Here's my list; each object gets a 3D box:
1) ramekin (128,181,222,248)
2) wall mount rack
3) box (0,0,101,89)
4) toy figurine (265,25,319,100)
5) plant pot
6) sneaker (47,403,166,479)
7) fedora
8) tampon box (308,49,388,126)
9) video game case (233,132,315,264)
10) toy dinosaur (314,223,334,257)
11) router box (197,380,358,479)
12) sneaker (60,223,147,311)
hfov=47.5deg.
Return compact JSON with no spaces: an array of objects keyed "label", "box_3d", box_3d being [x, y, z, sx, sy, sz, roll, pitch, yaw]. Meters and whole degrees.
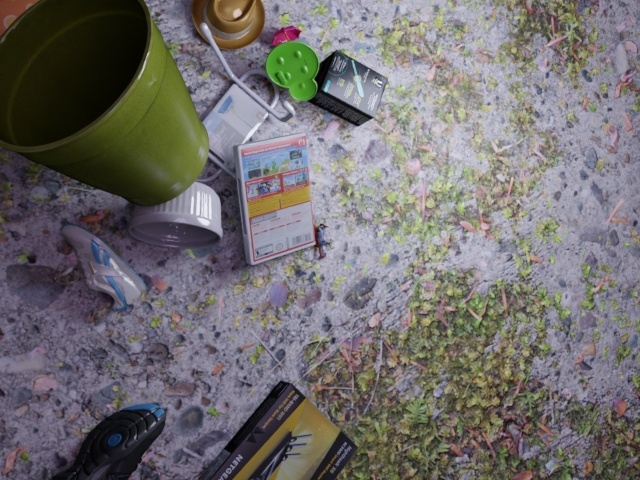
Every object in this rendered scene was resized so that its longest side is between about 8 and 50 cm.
[{"label":"ramekin","box_3d":[-0.319,-0.060,1.630,0.207,0.207,0.108,10,72,-21]},{"label":"wall mount rack","box_3d":[-0.238,-0.320,1.725,0.304,0.130,0.350,40,71,-14]},{"label":"box","box_3d":[-0.551,-0.430,1.587,0.345,0.168,0.214,-29,96,-22]},{"label":"toy figurine","box_3d":[-0.067,-0.461,1.818,0.130,0.159,0.173,-19,134,11]},{"label":"plant pot","box_3d":[-0.401,-0.244,1.429,0.366,0.367,0.353,-65,152,-15]},{"label":"sneaker","box_3d":[-0.464,0.498,1.574,0.341,0.125,0.139,-43,128,-23]},{"label":"fedora","box_3d":[-0.218,-0.567,1.787,0.195,0.079,0.194,3,83,-23]},{"label":"tampon box","box_3d":[0.070,-0.389,1.874,0.161,0.101,0.120,25,76,-19]},{"label":"video game case","box_3d":[-0.106,-0.102,1.740,0.204,0.025,0.285,-18,111,-38]},{"label":"toy dinosaur","box_3d":[0.000,0.000,1.851,0.090,0.047,0.082,17,86,14]},{"label":"router box","box_3d":[-0.097,0.529,1.721,0.243,0.081,0.309,45,70,-12]},{"label":"sneaker","box_3d":[-0.493,0.057,1.605,0.228,0.087,0.092,46,72,-10]}]
